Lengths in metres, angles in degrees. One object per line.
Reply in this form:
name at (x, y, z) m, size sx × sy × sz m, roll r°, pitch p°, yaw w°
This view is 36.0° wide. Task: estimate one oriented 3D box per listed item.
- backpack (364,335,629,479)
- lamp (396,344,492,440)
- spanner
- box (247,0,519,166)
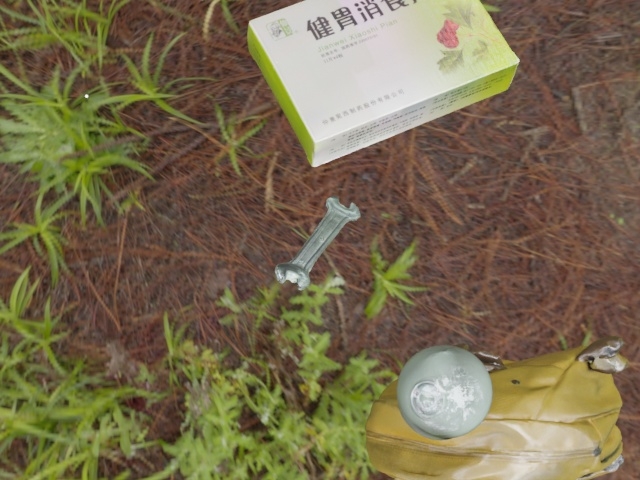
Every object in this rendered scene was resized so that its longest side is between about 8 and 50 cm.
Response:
backpack at (0.247, 0.246, 1.377) m, size 0.354 × 0.378 × 0.201 m, roll -6°, pitch 91°, yaw 32°
lamp at (0.134, 0.165, 1.068) m, size 0.105 × 0.105 × 0.105 m, roll -2°, pitch 99°, yaw -13°
spanner at (0.000, 0.000, 1.701) m, size 0.071 × 0.302 × 0.017 m, roll 32°, pitch 126°, yaw 2°
box at (0.070, -0.211, 1.124) m, size 0.261 × 0.062 × 0.175 m, roll -24°, pitch 70°, yaw -12°
